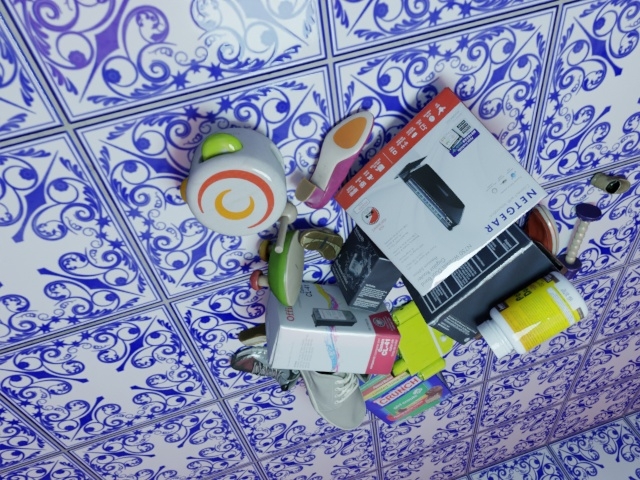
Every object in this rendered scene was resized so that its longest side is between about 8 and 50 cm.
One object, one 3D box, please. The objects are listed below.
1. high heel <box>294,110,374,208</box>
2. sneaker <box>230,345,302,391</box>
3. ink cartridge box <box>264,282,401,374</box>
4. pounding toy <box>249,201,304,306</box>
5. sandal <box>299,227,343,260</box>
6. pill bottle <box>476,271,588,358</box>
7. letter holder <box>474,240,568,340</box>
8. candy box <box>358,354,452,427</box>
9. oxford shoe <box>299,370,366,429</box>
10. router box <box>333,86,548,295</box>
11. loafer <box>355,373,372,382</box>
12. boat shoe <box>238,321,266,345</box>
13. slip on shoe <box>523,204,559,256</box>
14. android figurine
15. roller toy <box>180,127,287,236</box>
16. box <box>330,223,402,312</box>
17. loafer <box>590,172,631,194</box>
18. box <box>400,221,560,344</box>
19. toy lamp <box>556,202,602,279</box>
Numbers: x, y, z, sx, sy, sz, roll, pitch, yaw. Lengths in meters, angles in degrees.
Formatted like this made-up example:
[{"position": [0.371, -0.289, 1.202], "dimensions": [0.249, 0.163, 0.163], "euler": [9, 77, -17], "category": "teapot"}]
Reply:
[{"position": [0.045, -0.170, 1.052], "dimensions": [0.244, 0.082, 0.117], "euler": [-56, 159, 10], "category": "high heel"}, {"position": [-0.145, 0.386, 1.408], "dimensions": [0.228, 0.132, 0.086], "euler": [-1, 130, -21], "category": "sneaker"}, {"position": [0.022, 0.219, 1.221], "dimensions": [0.305, 0.226, 0.131], "euler": [9, 114, -14], "category": "ink cartridge box"}, {"position": [-0.111, 0.041, 1.120], "dimensions": [0.110, 0.183, 0.237], "euler": [4, 133, 10], "category": "pounding toy"}, {"position": [0.000, 0.000, 1.178], "dimensions": [0.072, 0.049, 0.180], "euler": [-54, 146, 10], "category": "sandal"}, {"position": [0.462, 0.170, 1.054], "dimensions": [0.215, 0.117, 0.117], "euler": [-35, 133, 9], "category": "pill bottle"}, {"position": [0.507, 0.114, 1.391], "dimensions": [0.152, 0.214, 0.302], "euler": [-30, 162, -37], "category": "letter holder"}, {"position": [0.287, 0.510, 1.690], "dimensions": [0.268, 0.122, 0.317], "euler": [-33, 132, 9], "category": "candy box"}, {"position": [0.043, 0.417, 1.420], "dimensions": [0.169, 0.130, 0.450], "euler": [-45, 124, -34], "category": "oxford shoe"}, {"position": [0.251, -0.102, 1.041], "dimensions": [0.335, 0.082, 0.301], "euler": [-44, 86, 18], "category": "router box"}, {"position": [0.126, 0.317, 1.465], "dimensions": [0.111, 0.112, 0.320], "euler": [-17, 133, -6], "category": "loafer"}, {"position": [-0.164, 0.267, 1.359], "dimensions": [0.135, 0.050, 0.045], "euler": [-13, 137, 4], "category": "boat shoe"}, {"position": [0.615, 0.035, 1.408], "dimensions": [0.101, 0.123, 0.331], "euler": [-11, 137, -6], "category": "slip on shoe"}, {"position": [0.315, 0.308, 1.495], "dimensions": [0.272, 0.056, 0.248], "euler": [-26, 101, -14], "category": "android figurine"}, {"position": [-0.165, -0.117, 0.951], "dimensions": [0.191, 0.146, 0.209], "euler": [21, 126, -23], "category": "roller toy"}, {"position": [0.117, 0.067, 1.206], "dimensions": [0.093, 0.156, 0.158], "euler": [16, 118, -29], "category": "box"}, {"position": [0.837, -0.155, 1.365], "dimensions": [0.147, 0.050, 0.056], "euler": [4, 128, -24], "category": "loafer"}, {"position": [0.359, 0.043, 1.187], "dimensions": [0.182, 0.296, 0.294], "euler": [31, 114, -37], "category": "box"}, {"position": [0.793, 0.016, 1.479], "dimensions": [0.080, 0.080, 0.275], "euler": [-15, 133, -8], "category": "toy lamp"}]
